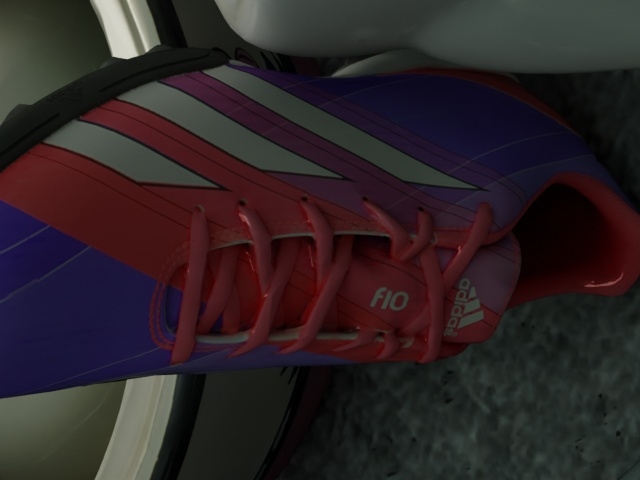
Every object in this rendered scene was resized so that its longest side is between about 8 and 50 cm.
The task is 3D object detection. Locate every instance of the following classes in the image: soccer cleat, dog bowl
[{"bbox_3d":[0.000,0.000,0.547,0.116,0.318,0.109,39,123,27],"label":"soccer cleat"},{"bbox_3d":[-0.157,-0.003,0.789,0.408,0.150,0.408,0,91,40],"label":"dog bowl"}]

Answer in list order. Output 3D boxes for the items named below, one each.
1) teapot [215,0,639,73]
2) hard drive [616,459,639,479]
[{"bbox_3d":[0.041,-0.189,0.503,0.252,0.187,0.256,-113,13,-49],"label":"teapot"},{"bbox_3d":[0.177,0.096,0.593,0.135,0.022,0.094,-49,62,30],"label":"hard drive"}]
